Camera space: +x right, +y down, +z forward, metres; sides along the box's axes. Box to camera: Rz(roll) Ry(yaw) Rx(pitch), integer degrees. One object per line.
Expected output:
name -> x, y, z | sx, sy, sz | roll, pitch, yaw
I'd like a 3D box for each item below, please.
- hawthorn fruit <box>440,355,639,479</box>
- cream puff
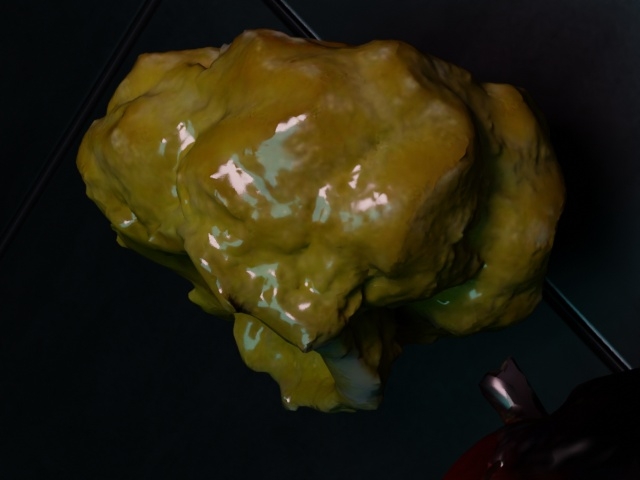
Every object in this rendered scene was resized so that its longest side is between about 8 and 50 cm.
hawthorn fruit -> 0.187, 0.204, 0.895 | 0.316, 0.316, 0.316 | 12, 111, 33
cream puff -> -0.001, 0.000, 0.978 | 0.282, 0.282, 0.185 | -4, 79, 37
